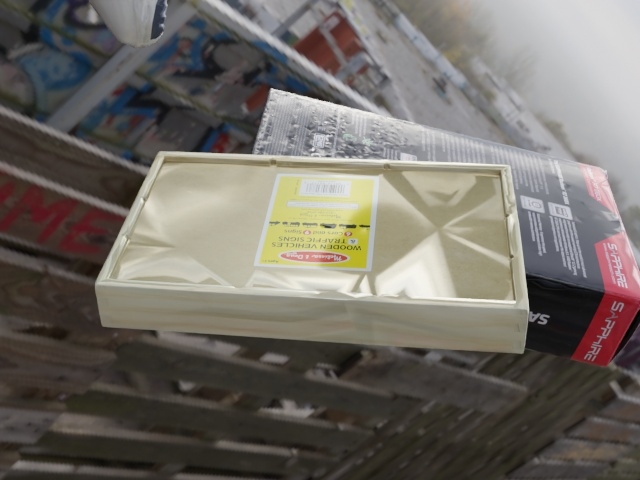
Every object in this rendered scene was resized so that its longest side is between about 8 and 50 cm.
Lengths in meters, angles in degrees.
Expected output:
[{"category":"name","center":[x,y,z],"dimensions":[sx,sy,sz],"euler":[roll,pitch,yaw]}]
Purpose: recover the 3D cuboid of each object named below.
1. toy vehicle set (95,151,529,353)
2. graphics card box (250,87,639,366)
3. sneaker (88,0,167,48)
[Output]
[{"category":"toy vehicle set","center":[0.000,0.000,0.627],"dimensions":[0.166,0.266,0.035],"euler":[-79,170,-53]},{"category":"graphics card box","center":[0.105,-0.020,0.892],"dimensions":[0.371,0.094,0.233],"euler":[13,36,-5]},{"category":"sneaker","center":[-0.208,-0.217,0.593],"dimensions":[0.094,0.153,0.235],"euler":[4,-61,63]}]
